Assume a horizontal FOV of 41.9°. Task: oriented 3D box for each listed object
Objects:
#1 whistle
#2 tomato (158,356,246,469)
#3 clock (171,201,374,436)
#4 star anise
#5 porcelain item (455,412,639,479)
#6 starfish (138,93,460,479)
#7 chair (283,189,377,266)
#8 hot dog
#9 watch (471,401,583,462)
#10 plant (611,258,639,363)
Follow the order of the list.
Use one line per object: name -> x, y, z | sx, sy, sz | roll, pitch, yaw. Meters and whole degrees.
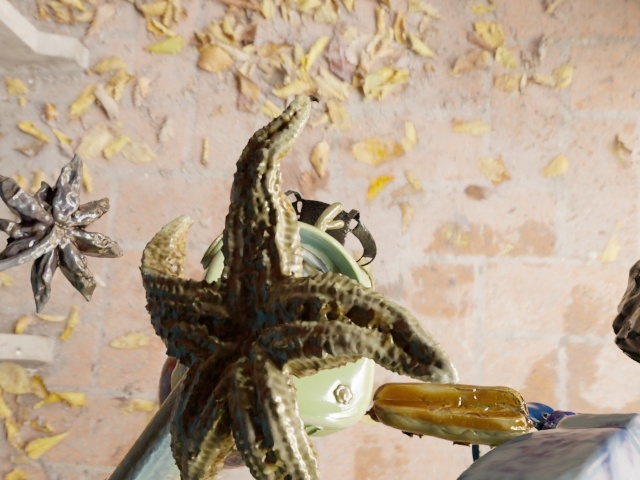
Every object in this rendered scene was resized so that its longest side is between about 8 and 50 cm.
whistle -> -0.103, 0.139, 0.722 | 0.057, 0.068, 0.326 | 42, 107, 17
tomato -> -0.149, 0.278, 1.446 | 0.270, 0.270, 0.227 | -12, 54, 5
clock -> -0.047, 0.078, 1.039 | 0.235, 0.096, 0.308 | 15, 62, -16
star anise -> -0.372, -0.002, 1.117 | 0.209, 0.089, 0.231 | 44, 61, -16
porcelain item -> 0.306, 0.368, 1.106 | 0.243, 0.405, 0.178 | -13, 94, 45
starfish -> -0.028, 0.059, 0.453 | 0.236, 0.062, 0.277 | 23, 99, 41
chair -> 0.000, 0.000, 1.367 | 0.174, 0.213, 0.149 | 18, 102, 15
hot dog -> 0.200, 0.270, 1.307 | 0.270, 0.109, 0.072 | 3, 120, 10
watch -> 0.384, 0.387, 1.493 | 0.200, 0.171, 0.196 | -11, 73, 40
plant -> 0.398, 0.075, 0.612 | 0.312, 0.215, 0.213 | 34, 105, 4
